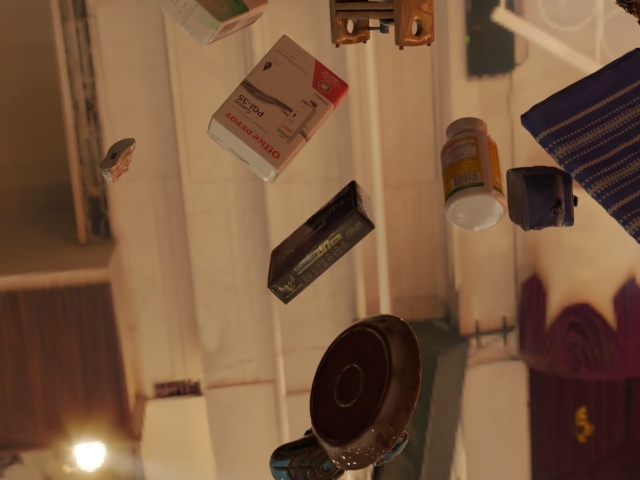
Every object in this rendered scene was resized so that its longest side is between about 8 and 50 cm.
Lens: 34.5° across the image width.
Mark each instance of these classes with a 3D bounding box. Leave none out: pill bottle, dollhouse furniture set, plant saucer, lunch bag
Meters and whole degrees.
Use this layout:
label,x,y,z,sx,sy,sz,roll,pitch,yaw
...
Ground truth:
label,x,y,z,sx,sy,sz,roll,pitch,yaw
pill bottle,0.288,-0.132,1.964,0.118,0.117,0.208,-3,-127,3
dollhouse furniture set,0.121,-0.326,1.361,0.184,0.128,0.129,-16,-160,-40
plant saucer,0.071,0.280,1.969,0.050,0.310,0.311,25,178,-32
lunch bag,0.257,-0.050,1.180,0.065,0.067,0.098,-7,-166,-4

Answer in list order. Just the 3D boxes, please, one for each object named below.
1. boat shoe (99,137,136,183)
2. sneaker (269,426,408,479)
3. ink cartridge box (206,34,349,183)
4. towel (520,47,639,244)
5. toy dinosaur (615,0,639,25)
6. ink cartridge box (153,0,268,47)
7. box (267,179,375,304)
label,x,y,z,sx,sy,sz,roll,pitch,yaw
boat shoe,-0.301,-0.118,1.546,0.035,0.035,0.100,-2,-146,13
sneaker,0.021,0.432,2.205,0.341,0.125,0.139,-5,-138,-38
ink cartridge box,-0.100,-0.307,2.430,0.283,0.207,0.117,-52,-179,-17
towel,0.460,-0.112,1.377,0.243,0.040,0.336,-28,-120,-19
toy dinosaur,0.498,-0.475,1.732,0.322,0.164,0.218,29,-177,-6
ink cartridge box,-0.195,-0.378,1.444,0.056,0.225,0.181,-44,-178,29
box,0.000,0.000,1.982,0.233,0.059,0.183,-42,-164,15
